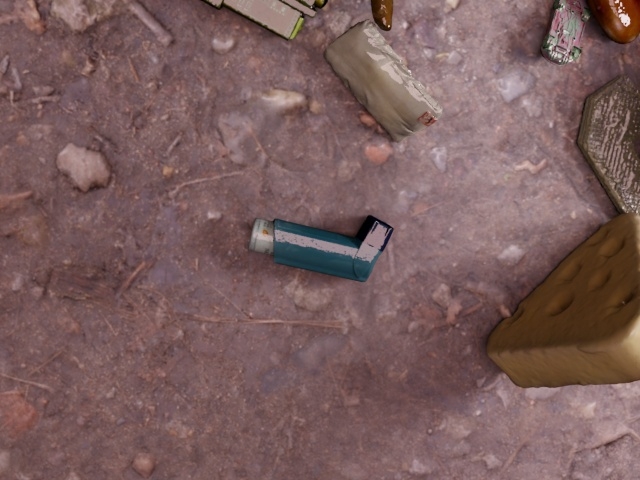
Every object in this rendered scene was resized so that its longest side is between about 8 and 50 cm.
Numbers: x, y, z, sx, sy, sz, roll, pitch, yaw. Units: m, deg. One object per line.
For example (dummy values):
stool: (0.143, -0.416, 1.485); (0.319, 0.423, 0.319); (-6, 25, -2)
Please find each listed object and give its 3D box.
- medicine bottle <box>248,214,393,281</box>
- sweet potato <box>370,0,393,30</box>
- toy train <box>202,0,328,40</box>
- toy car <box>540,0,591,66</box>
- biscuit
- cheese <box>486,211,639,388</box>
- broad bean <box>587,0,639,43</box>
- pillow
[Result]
medicine bottle: (0.000, 0.000, 1.641); (0.258, 0.079, 0.124); (10, 100, -4)
sweet potato: (0.095, -0.540, 1.564); (0.108, 0.079, 0.346); (-18, 91, -21)
toy train: (-0.103, -0.446, 1.573); (0.225, 0.090, 0.137); (27, 102, -7)
toy car: (0.448, -0.386, 1.630); (0.069, 0.055, 0.142); (21, 74, -8)
biscuit: (0.578, -0.173, 1.671); (0.147, 0.046, 0.250); (-33, 99, 2)
cheese: (0.505, 0.103, 1.608); (0.384, 0.384, 0.104); (-45, 104, 3)
broad bean: (0.535, -0.439, 1.613); (0.114, 0.084, 0.165); (-38, 102, -20)
pillow: (0.112, -0.286, 1.604); (0.229, 0.051, 0.128); (48, 136, -7)
